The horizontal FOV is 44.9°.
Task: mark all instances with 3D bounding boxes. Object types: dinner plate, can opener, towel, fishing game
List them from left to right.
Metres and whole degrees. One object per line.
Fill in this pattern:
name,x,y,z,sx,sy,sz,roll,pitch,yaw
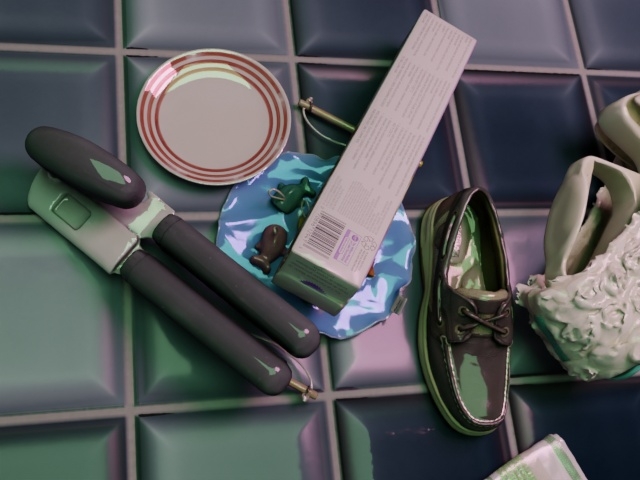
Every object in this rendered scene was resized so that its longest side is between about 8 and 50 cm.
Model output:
can opener,-0.127,0.011,0.616,0.283,0.095,0.076,37,79,13
dinner plate,-0.098,-0.113,0.716,0.141,0.017,0.141,3,69,-8
fishing game,0.000,0.000,0.695,0.189,0.041,0.264,31,66,0
towel,0.175,0.251,0.665,0.152,0.023,0.113,-26,77,-20

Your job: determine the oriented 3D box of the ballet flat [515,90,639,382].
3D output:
ballet flat,0.309,-0.059,0.738,0.147,0.147,0.409,34,65,-1

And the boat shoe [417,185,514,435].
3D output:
boat shoe,0.133,0.057,0.691,0.080,0.073,0.224,3,70,-14

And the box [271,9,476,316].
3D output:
box,0.057,-0.081,0.698,0.067,0.063,0.324,29,57,-4
